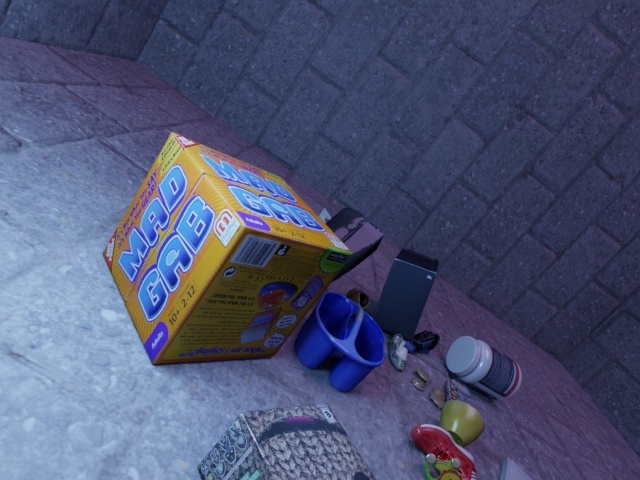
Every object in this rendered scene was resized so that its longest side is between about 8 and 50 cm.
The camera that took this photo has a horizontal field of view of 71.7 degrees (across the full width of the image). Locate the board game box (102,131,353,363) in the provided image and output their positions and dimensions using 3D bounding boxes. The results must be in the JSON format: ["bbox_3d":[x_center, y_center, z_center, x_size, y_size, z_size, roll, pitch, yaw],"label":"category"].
[{"bbox_3d":[-0.224,0.032,1.059,0.357,0.356,0.356,15,26,-52],"label":"board game box"}]

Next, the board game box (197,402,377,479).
[{"bbox_3d":[-0.023,0.439,0.732,0.232,0.141,0.291,18,25,-49],"label":"board game box"}]

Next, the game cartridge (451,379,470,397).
[{"bbox_3d":[0.563,0.594,1.772,0.083,0.017,0.056,33,20,-13],"label":"game cartridge"}]

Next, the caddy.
[{"bbox_3d":[0.072,0.280,1.319,0.241,0.179,0.341,36,16,-1],"label":"caddy"}]

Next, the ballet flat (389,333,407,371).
[{"bbox_3d":[0.290,0.405,1.636,0.070,0.070,0.188,34,16,-11],"label":"ballet flat"}]

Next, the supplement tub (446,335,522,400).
[{"bbox_3d":[0.692,0.540,1.877,0.272,0.191,0.191,33,16,-16],"label":"supplement tub"}]

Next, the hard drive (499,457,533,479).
[{"bbox_3d":[0.610,0.785,1.288,0.203,0.040,0.308,43,16,20],"label":"hard drive"}]

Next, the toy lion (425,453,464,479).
[{"bbox_3d":[0.317,0.602,1.128,0.100,0.096,0.034,6,-29,10],"label":"toy lion"}]

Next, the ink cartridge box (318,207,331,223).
[{"bbox_3d":[0.000,0.000,1.868,0.056,0.224,0.181,26,20,-33],"label":"ink cartridge box"}]

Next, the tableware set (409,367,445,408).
[{"bbox_3d":[0.390,0.528,1.583,0.169,0.020,0.141,45,18,20],"label":"tableware set"}]

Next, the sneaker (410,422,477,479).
[{"bbox_3d":[0.344,0.590,1.187,0.221,0.087,0.128,33,14,-9],"label":"sneaker"}]

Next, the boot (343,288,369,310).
[{"bbox_3d":[0.153,0.238,1.729,0.112,0.115,0.305,35,15,0],"label":"boot"}]

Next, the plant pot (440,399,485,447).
[{"bbox_3d":[0.421,0.575,1.356,0.134,0.134,0.095,41,44,13],"label":"plant pot"}]

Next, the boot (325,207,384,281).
[{"bbox_3d":[-0.024,-0.014,1.603,0.445,0.146,0.367,-37,82,-35],"label":"boot"}]

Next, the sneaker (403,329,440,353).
[{"bbox_3d":[0.415,0.411,1.833,0.232,0.090,0.081,18,25,-50],"label":"sneaker"}]

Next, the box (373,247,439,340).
[{"bbox_3d":[0.359,0.210,1.849,0.183,0.296,0.294,20,12,12],"label":"box"}]

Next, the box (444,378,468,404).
[{"bbox_3d":[0.505,0.584,1.638,0.094,0.027,0.137,43,16,1],"label":"box"}]
